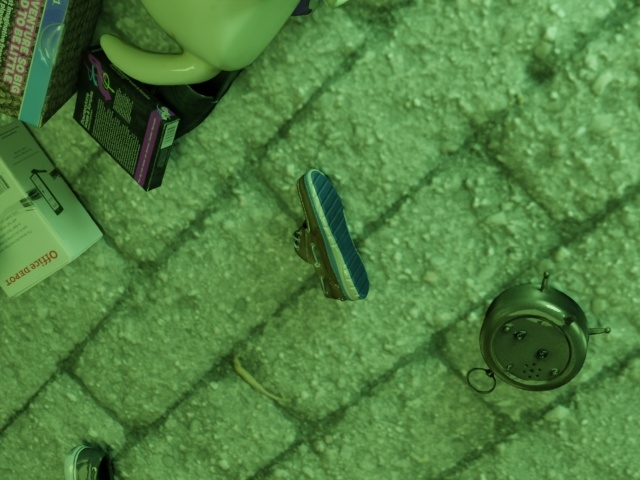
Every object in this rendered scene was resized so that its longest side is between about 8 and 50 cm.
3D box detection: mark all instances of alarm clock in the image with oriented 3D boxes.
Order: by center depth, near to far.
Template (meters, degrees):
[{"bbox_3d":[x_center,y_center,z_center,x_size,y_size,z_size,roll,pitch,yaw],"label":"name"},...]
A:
[{"bbox_3d":[0.250,0.135,1.134,0.129,0.064,0.192,42,124,-2],"label":"alarm clock"}]

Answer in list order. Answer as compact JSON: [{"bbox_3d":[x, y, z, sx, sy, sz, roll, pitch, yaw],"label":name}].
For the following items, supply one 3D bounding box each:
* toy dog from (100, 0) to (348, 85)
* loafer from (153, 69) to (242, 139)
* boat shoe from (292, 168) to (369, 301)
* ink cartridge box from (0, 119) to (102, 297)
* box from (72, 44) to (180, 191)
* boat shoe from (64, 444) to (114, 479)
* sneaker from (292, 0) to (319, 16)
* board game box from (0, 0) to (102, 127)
[{"bbox_3d":[-0.127,-0.400,0.919,0.395,0.284,0.408,-39,86,30],"label":"toy dog"},{"bbox_3d":[-0.151,-0.196,1.117,0.076,0.078,0.223,46,121,-5],"label":"loafer"},{"bbox_3d":[0.000,0.000,1.159,0.066,0.066,0.183,-12,109,26],"label":"boat shoe"},{"bbox_3d":[-0.430,-0.042,1.287,0.148,0.086,0.203,-27,102,29],"label":"ink cartridge box"},{"bbox_3d":[-0.251,-0.156,1.163,0.162,0.029,0.116,42,134,18],"label":"box"},{"bbox_3d":[-0.352,0.439,1.490,0.076,0.080,0.229,-1,105,22],"label":"boat shoe"},{"bbox_3d":[-0.085,-0.299,1.050,0.169,0.071,0.068,17,118,13],"label":"sneaker"},{"bbox_3d":[-0.421,-0.311,1.094,0.291,0.141,0.232,23,120,-6],"label":"board game box"}]
